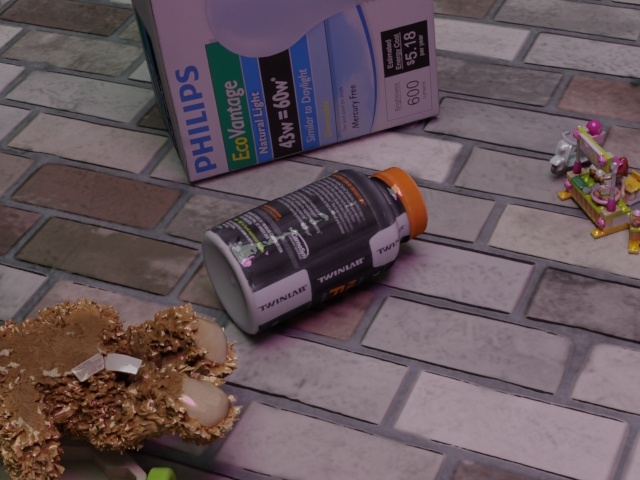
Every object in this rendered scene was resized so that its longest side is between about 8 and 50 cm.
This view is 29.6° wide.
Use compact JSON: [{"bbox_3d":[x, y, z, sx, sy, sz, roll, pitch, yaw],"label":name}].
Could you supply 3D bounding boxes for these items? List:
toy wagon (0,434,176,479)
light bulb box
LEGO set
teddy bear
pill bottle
[{"bbox_3d":[-0.273,0.261,1.159,0.267,0.068,0.344,0,39,8],"label":"toy wagon"},{"bbox_3d":[-0.057,-0.316,1.585,0.361,0.358,0.225,-16,39,-9],"label":"light bulb box"},{"bbox_3d":[0.382,-0.065,1.414,0.132,0.107,0.287,-34,46,-28],"label":"LEGO set"},{"bbox_3d":[-0.241,0.143,1.179,0.337,0.113,0.245,-11,46,-17],"label":"teddy bear"},{"bbox_3d":[0.000,0.000,1.377,0.245,0.130,0.130,-25,43,-20],"label":"pill bottle"}]
